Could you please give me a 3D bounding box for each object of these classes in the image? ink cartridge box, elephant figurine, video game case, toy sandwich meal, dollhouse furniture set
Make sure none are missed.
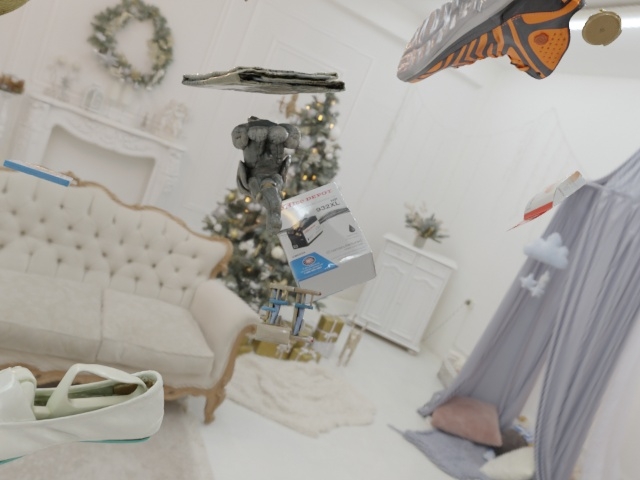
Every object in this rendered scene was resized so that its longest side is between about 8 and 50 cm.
[{"bbox_3d":[0.000,0.000,1.582,0.129,0.223,0.307,74,-7,-49],"label":"ink cartridge box"},{"bbox_3d":[-0.137,-0.160,1.296,0.170,0.239,0.186,11,25,21],"label":"elephant figurine"},{"bbox_3d":[0.562,-0.098,1.380,0.045,0.179,0.145,58,-12,5],"label":"ink cartridge box"},{"bbox_3d":[-0.583,-0.142,1.129,0.119,0.015,0.166,20,0,-24],"label":"video game case"},{"bbox_3d":[0.599,-0.453,1.151,0.086,0.085,0.029,21,50,-10],"label":"toy sandwich meal"},{"bbox_3d":[-0.070,0.175,1.284,0.129,0.129,0.183,9,-5,1],"label":"dollhouse furniture set"}]

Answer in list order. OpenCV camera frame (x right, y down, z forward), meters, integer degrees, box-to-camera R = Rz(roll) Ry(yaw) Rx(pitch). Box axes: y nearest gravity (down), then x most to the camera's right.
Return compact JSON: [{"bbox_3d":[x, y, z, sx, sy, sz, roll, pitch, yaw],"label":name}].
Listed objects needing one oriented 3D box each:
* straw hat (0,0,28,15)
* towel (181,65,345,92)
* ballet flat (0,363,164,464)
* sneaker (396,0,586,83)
[{"bbox_3d":[-0.520,-0.411,0.850,0.061,0.145,0.144,58,4,-12],"label":"straw hat"},{"bbox_3d":[-0.142,-0.401,1.345,0.312,0.056,0.324,-6,15,-37],"label":"towel"},{"bbox_3d":[-0.419,0.250,0.825,0.400,0.139,0.139,11,16,-46],"label":"ballet flat"},{"bbox_3d":[0.270,-0.308,0.870,0.180,0.124,0.321,27,-20,-22],"label":"sneaker"}]
